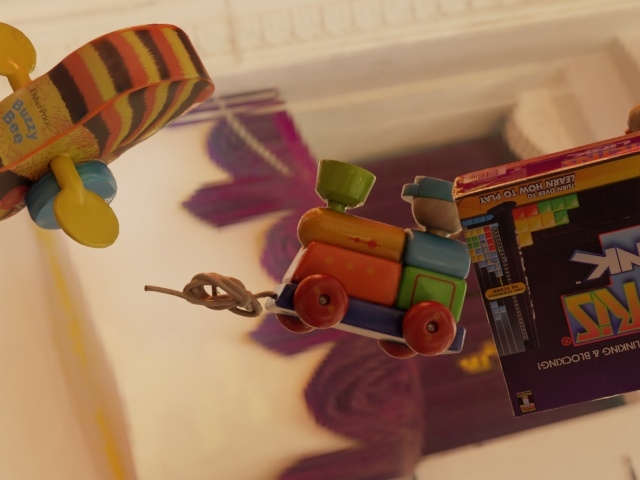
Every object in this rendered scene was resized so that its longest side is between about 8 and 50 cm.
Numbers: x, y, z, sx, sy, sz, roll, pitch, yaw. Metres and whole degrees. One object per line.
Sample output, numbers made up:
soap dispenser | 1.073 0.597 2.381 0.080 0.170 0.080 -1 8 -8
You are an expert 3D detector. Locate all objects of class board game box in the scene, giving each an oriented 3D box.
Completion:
board game box | 0.175 0.013 0.935 0.048 0.170 0.141 -71 145 -71

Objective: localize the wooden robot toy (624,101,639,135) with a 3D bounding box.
wooden robot toy | 0.299 -0.101 1.401 0.076 0.079 0.173 57 19 -1

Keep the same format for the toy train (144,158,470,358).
toy train | 0.000 0.000 1.285 0.105 0.248 0.143 153 -49 -77

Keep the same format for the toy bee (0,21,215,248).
toy bee | -0.225 -0.055 1.219 0.195 0.162 0.298 39 -79 25
